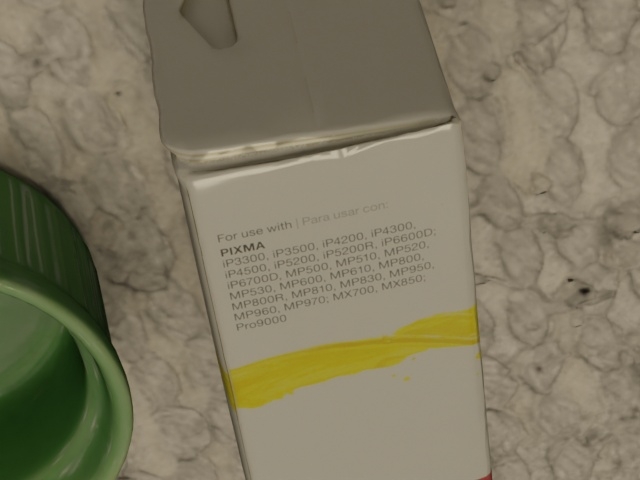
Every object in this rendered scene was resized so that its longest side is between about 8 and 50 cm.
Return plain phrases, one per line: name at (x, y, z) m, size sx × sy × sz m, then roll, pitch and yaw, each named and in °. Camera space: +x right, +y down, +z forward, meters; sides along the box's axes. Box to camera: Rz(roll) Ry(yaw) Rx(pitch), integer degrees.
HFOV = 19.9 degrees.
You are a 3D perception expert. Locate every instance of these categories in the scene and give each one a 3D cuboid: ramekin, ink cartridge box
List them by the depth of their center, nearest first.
ink cartridge box at (0.000, 0.000, 1.158) m, size 0.160 × 0.279 × 0.385 m, roll -12°, pitch 133°, yaw -2°
ramekin at (-0.286, 0.083, 1.262) m, size 0.303 × 0.148 × 0.303 m, roll -6°, pitch 132°, yaw -6°
